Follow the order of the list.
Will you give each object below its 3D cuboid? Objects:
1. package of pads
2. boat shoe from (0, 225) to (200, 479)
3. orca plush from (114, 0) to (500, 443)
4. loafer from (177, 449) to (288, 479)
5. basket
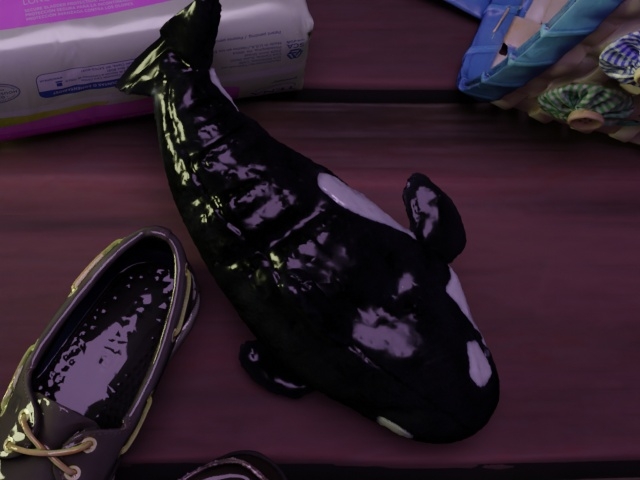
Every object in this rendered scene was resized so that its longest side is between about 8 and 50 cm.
[{"bbox_3d":[-0.153,-0.218,0.689,0.229,0.101,0.296,-11,69,-11],"label":"package of pads"},{"bbox_3d":[-0.137,0.093,0.579,0.081,0.068,0.227,23,68,5],"label":"boat shoe"},{"bbox_3d":[0.000,0.000,0.567,0.151,0.102,0.287,-26,96,3],"label":"orca plush"},{"bbox_3d":[-0.097,0.192,0.537,0.080,0.078,0.220,43,71,12],"label":"loafer"},{"bbox_3d":[0.150,-0.190,0.620,0.289,0.255,0.201,31,71,-4],"label":"basket"}]
